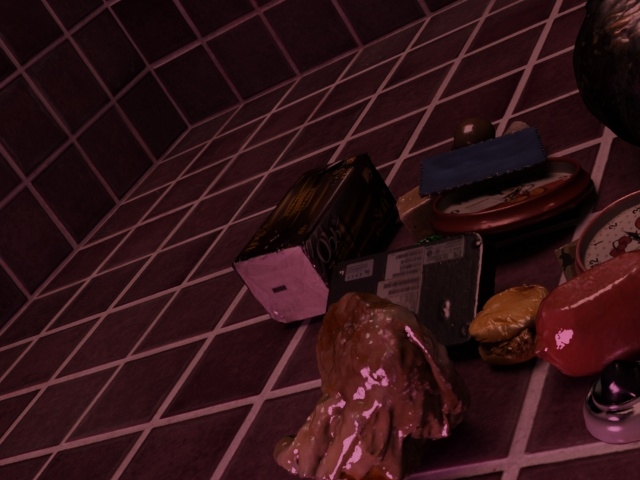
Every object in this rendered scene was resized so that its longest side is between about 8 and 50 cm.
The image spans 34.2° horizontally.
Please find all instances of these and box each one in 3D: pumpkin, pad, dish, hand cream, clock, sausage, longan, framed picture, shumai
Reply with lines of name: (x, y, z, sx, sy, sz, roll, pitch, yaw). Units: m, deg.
pumpkin: (0.665, -0.341, 1.810, 0.454, 0.344, 0.454, -13, 43, 12)
pad: (0.333, -0.166, 2.168, 0.269, 0.012, 0.269, -15, 18, 14)
dish: (0.400, 0.191, 1.375, 0.141, 0.078, 0.141, -30, 20, 12)
hand cream: (0.410, -0.196, 2.298, 0.087, 0.054, 0.186, 3, 47, 51)
clock: (0.364, -0.072, 1.996, 0.318, 0.080, 0.318, -19, 15, 5)
sausage: (0.417, 0.099, 1.484, 0.254, 0.148, 0.148, -34, 20, 7)
longan: (0.350, -0.239, 2.414, 0.113, 0.092, 0.113, -29, 23, 13)
framed picture: (0.498, 0.004, 1.754, 0.201, 0.010, 0.136, -29, 21, 14)
shumai: (0.049, 0.235, 1.506, 0.262, 0.267, 0.314, -43, -19, -20)
clock: (0.519, 0.003, 1.645, 0.244, 0.056, 0.244, -26, 29, 16)

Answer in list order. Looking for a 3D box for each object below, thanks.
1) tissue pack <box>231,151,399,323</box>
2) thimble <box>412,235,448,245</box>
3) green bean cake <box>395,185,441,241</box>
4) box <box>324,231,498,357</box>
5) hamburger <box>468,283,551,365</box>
tissue pack: (0.000, 0.000, 2.247, 0.210, 0.198, 0.370, -13, 29, 36)
thimble: (0.213, 0.052, 1.960, 0.118, 0.090, 0.130, -35, 21, -12)
green bean cake: (0.254, -0.081, 2.212, 0.179, 0.085, 0.109, -30, 19, 11)
box: (0.150, 0.113, 1.840, 0.350, 0.058, 0.211, -15, 55, 41)
hamburger: (0.311, 0.132, 1.643, 0.138, 0.083, 0.147, -18, 23, 45)
